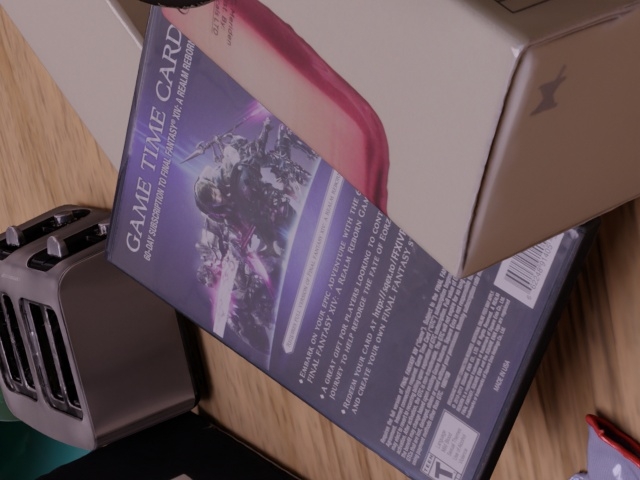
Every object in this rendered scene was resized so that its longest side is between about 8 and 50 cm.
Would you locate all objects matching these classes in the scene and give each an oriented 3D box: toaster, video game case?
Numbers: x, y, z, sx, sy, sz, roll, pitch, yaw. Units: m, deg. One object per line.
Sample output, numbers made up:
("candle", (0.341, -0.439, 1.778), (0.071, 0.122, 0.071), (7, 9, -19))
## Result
("toaster", (-0.187, 0.071, 1.140), (0.168, 0.110, 0.186), (11, 118, 52))
("video game case", (0.000, 0.000, 0.771), (0.274, 0.026, 0.196), (34, 128, 23))

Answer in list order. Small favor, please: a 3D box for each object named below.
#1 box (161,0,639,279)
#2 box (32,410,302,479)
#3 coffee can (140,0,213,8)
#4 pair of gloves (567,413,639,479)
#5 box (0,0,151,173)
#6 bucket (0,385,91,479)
("box", (0.052, -0.115, 0.665), (0.232, 0.148, 0.127), (44, 140, 32))
("box", (-0.076, 0.381, 1.071), (0.293, 0.212, 0.395), (23, 126, 46))
("coffee can", (0.039, -0.212, 0.511), (0.201, 0.275, 0.201), (32, 132, 42))
("pair of gloves", (0.190, 0.194, 0.763), (0.198, 0.023, 0.159), (36, 136, 39))
("box", (-0.089, -0.099, 0.887), (0.275, 0.094, 0.113), (56, 144, 4))
("bucket", (-0.368, 0.220, 1.348), (0.183, 0.281, 0.281), (44, 140, 37))
